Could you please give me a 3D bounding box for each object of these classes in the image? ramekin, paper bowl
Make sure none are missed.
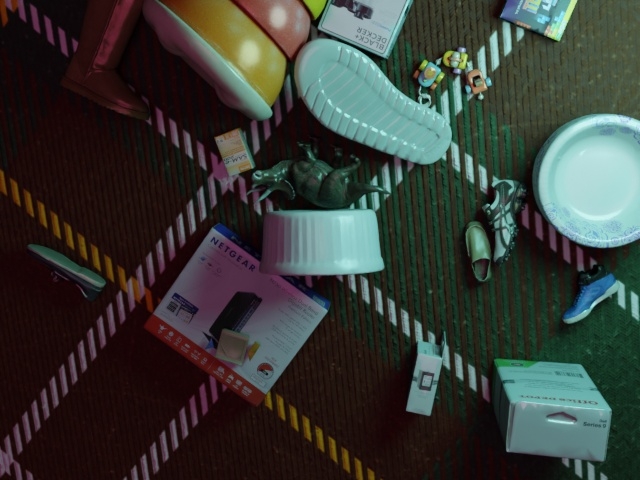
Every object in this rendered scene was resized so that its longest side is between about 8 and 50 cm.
[{"bbox_3d":[0.000,0.000,1.847,0.277,0.277,0.135,-2,93,6],"label":"ramekin"},{"bbox_3d":[0.605,-0.133,1.819,0.284,0.148,0.284,1,101,6],"label":"paper bowl"}]

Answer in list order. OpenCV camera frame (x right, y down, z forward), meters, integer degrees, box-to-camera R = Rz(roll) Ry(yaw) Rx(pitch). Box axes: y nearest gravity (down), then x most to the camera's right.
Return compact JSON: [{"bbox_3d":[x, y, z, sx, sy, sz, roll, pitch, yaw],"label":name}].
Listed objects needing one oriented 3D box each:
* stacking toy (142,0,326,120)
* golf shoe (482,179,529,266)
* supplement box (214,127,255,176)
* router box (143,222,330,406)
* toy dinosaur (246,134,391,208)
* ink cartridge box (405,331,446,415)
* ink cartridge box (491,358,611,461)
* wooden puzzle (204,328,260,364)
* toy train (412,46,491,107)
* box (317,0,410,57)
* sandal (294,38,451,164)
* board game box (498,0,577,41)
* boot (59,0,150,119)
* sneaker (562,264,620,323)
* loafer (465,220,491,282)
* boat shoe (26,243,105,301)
[{"bbox_3d":[-0.102,-0.524,1.757,0.350,0.350,0.480,42,90,-3],"label":"stacking toy"},{"bbox_3d":[0.408,-0.042,1.901,0.093,0.077,0.198,14,95,14],"label":"golf shoe"},{"bbox_3d":[-0.198,-0.205,1.943,0.062,0.036,0.099,-20,98,10],"label":"supplement box"},{"bbox_3d":[-0.198,0.176,1.990,0.335,0.082,0.301,35,102,-1],"label":"router box"},{"bbox_3d":[0.004,-0.141,1.912,0.313,0.121,0.160,16,114,-2],"label":"toy dinosaur"},{"bbox_3d":[0.245,0.304,1.958,0.060,0.104,0.180,11,101,5],"label":"ink cartridge box"},{"bbox_3d":[0.498,0.366,1.849,0.211,0.289,0.122,4,100,5],"label":"ink cartridge box"},{"bbox_3d":[-0.205,0.248,1.955,0.116,0.014,0.079,24,97,1],"label":"wooden puzzle"},{"bbox_3d":[0.291,-0.359,1.861,0.166,0.046,0.125,-15,98,8],"label":"toy train"},{"bbox_3d":[0.127,-0.560,1.820,0.169,0.087,0.290,25,102,1],"label":"box"},{"bbox_3d":[0.104,-0.291,1.829,0.416,0.102,0.169,31,102,-27],"label":"sandal"},{"bbox_3d":[0.484,-0.535,1.809,0.141,0.048,0.170,22,102,0],"label":"board game box"},{"bbox_3d":[-0.454,-0.436,1.902,0.236,0.089,0.270,25,101,0],"label":"boot"},{"bbox_3d":[0.599,0.116,1.909,0.152,0.058,0.085,-38,100,7],"label":"sneaker"},{"bbox_3d":[0.367,0.029,1.922,0.056,0.050,0.148,-14,99,8],"label":"loafer"},{"bbox_3d":[-0.624,0.079,2.020,0.206,0.075,0.065,29,99,-5],"label":"boat shoe"}]
